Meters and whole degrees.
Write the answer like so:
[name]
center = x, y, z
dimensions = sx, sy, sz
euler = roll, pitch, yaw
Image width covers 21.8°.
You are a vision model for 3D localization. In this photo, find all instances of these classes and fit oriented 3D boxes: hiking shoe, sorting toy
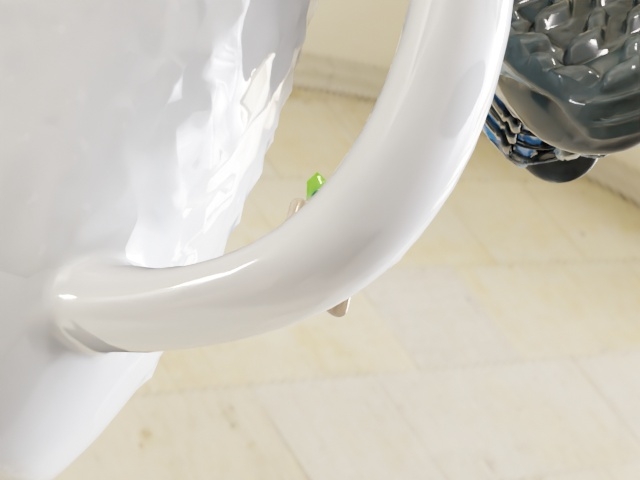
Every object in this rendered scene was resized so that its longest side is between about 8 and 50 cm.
[hiking shoe]
center = 0.125, -0.085, 0.788
dimensions = 0.113, 0.304, 0.132
euler = -11, -69, 4
[sorting toy]
center = 0.000, 0.000, 1.047
dimensions = 0.012, 0.083, 0.062
euler = -15, -39, 44

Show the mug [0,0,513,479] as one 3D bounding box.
[mug]
center = -0.104, -0.081, 0.593
dimensions = 0.276, 0.374, 0.328
euler = 30, -110, -54
